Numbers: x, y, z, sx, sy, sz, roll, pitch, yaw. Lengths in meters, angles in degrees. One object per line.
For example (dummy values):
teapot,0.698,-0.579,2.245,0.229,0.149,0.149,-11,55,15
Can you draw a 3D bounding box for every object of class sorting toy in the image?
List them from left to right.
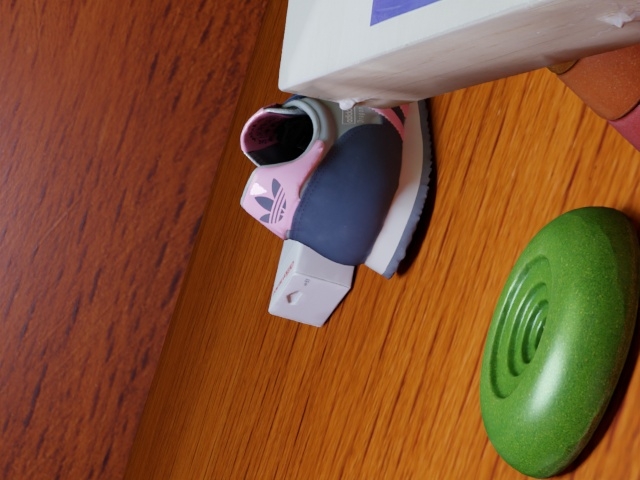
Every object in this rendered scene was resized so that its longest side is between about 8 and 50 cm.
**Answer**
sorting toy,0.069,0.007,0.669,0.127,0.126,0.366,-111,40,-74

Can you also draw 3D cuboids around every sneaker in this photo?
sneaker,0.007,-0.091,1.163,0.319,0.131,0.112,-93,22,-64

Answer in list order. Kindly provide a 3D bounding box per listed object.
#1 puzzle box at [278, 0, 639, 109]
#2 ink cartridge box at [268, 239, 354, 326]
puzzle box,0.075,-0.259,0.536,0.272,0.052,0.409,179,99,-70
ink cartridge box,0.000,0.000,1.282,0.088,0.052,0.122,123,162,-60
